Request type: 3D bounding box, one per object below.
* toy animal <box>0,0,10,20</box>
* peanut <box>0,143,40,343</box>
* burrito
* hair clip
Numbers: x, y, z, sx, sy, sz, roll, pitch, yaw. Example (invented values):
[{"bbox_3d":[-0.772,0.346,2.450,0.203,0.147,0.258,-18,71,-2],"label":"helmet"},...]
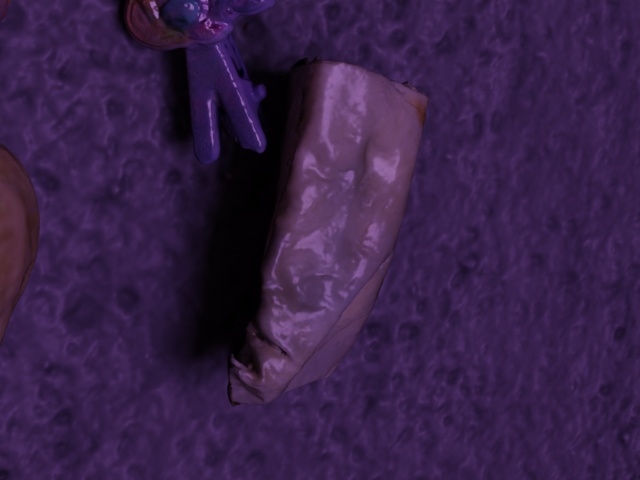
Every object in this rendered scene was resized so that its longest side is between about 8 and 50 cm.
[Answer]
[{"bbox_3d":[-0.353,-0.182,1.329,0.281,0.169,0.195,-29,111,-32],"label":"toy animal"},{"bbox_3d":[-0.331,0.075,1.432,0.174,0.158,0.340,12,96,-56],"label":"peanut"},{"bbox_3d":[0.001,0.000,1.684,0.135,0.190,0.331,14,94,-6],"label":"burrito"},{"bbox_3d":[-0.097,-0.186,1.599,0.090,0.137,0.278,-71,148,-53],"label":"hair clip"}]
